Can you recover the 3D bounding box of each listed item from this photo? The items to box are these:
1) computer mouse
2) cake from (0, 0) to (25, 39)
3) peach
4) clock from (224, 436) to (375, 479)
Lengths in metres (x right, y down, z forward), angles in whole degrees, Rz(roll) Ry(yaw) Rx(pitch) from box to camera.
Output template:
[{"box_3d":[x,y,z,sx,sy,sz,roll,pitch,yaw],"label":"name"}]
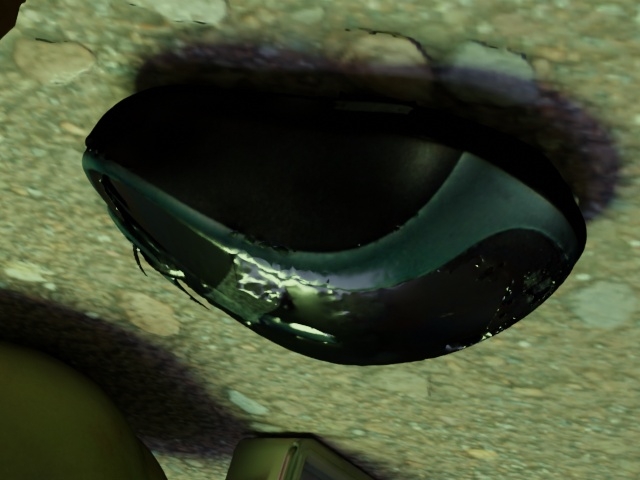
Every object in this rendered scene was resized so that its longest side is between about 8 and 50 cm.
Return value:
[{"box_3d":[0.000,0.000,0.629,0.233,0.096,0.137,6,152,20],"label":"computer mouse"},{"box_3d":[-0.240,-0.110,0.443,0.293,0.196,0.199,-9,141,39],"label":"cake"},{"box_3d":[-0.237,0.195,1.000,0.292,0.247,0.292,35,179,0],"label":"peach"},{"box_3d":[-0.019,0.256,1.023,0.071,0.192,0.147,-10,142,42],"label":"clock"}]
